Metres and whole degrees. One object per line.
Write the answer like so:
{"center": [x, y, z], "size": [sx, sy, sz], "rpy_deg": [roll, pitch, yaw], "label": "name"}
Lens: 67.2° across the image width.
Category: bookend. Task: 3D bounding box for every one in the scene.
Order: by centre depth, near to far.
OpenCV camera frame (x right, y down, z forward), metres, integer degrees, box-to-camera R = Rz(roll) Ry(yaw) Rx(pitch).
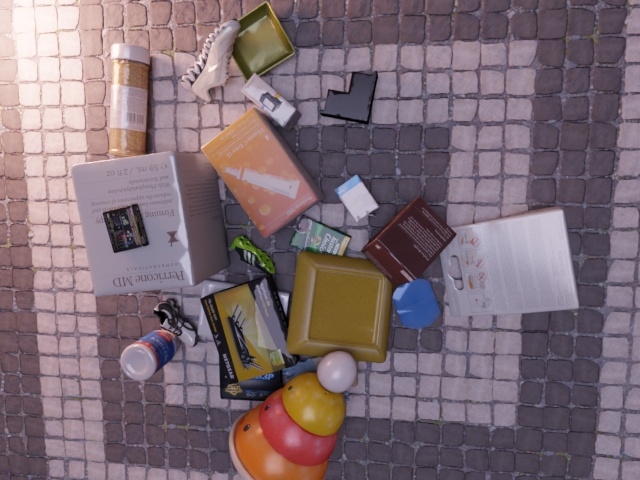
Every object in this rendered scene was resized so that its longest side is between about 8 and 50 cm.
{"center": [0.090, -0.462, 1.524], "size": [0.157, 0.072, 0.156], "rpy_deg": [11, 98, 7], "label": "bookend"}

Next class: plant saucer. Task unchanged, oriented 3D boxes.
{"center": [0.076, 0.213, 1.532], "size": [0.332, 0.081, 0.333], "rpy_deg": [8, 83, -8], "label": "plant saucer"}
{"center": [-0.199, -0.634, 1.555], "size": [0.188, 0.045, 0.188], "rpy_deg": [-28, 92, 11], "label": "plant saucer"}

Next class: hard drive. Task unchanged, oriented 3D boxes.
{"center": [-0.267, 0.256, 1.678], "size": [0.307, 0.040, 0.203], "rpy_deg": [9, 98, 6], "label": "hard drive"}

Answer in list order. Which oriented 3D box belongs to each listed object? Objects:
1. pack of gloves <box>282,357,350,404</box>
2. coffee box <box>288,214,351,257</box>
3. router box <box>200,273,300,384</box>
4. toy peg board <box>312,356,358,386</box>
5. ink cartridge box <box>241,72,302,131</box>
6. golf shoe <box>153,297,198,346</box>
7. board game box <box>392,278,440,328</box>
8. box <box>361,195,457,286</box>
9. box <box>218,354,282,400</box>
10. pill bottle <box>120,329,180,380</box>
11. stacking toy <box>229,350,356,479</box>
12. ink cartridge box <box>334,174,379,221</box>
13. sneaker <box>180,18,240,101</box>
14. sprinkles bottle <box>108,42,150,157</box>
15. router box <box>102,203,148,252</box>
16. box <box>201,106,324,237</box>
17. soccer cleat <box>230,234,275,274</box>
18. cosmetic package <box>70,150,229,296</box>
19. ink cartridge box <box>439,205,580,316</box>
{"center": [-0.024, 0.491, 1.627], "size": [0.232, 0.046, 0.195], "rpy_deg": [-15, 103, 27], "label": "pack of gloves"}
{"center": [0.000, 0.000, 1.609], "size": [0.184, 0.040, 0.113], "rpy_deg": [26, 100, 4], "label": "coffee box"}
{"center": [-0.234, 0.297, 1.611], "size": [0.242, 0.081, 0.309], "rpy_deg": [-19, 91, 9], "label": "router box"}
{"center": [0.060, 0.396, 1.643], "size": [0.160, 0.079, 0.161], "rpy_deg": [3, 98, 23], "label": "toy peg board"}
{"center": [-0.151, -0.435, 1.532], "size": [0.175, 0.127, 0.072], "rpy_deg": [41, 98, 0], "label": "ink cartridge box"}
{"center": [-0.511, 0.301, 1.682], "size": [0.077, 0.094, 0.198], "rpy_deg": [-41, 86, 28], "label": "golf shoe"}
{"center": [0.312, 0.207, 1.590], "size": [0.133, 0.033, 0.169], "rpy_deg": [-22, 97, 1], "label": "board game box"}
{"center": [0.266, 0.006, 1.473], "size": [0.203, 0.167, 0.168], "rpy_deg": [-43, 89, -17], "label": "box"}
{"center": [-0.243, 0.472, 1.696], "size": [0.220, 0.051, 0.175], "rpy_deg": [1, 97, 8], "label": "box"}
{"center": [-0.569, 0.378, 1.642], "size": [0.124, 0.221, 0.124], "rpy_deg": [1, 98, 7], "label": "pill bottle"}
{"center": [-0.036, 0.529, 1.502], "size": [0.350, 0.350, 0.480], "rpy_deg": [33, 107, 3], "label": "stacking toy"}
{"center": [0.124, -0.129, 1.550], "size": [0.089, 0.092, 0.143], "rpy_deg": [-34, 91, 11], "label": "ink cartridge box"}
{"center": [-0.325, -0.569, 1.531], "size": [0.118, 0.110, 0.292], "rpy_deg": [42, 126, -8], "label": "sneaker"}
{"center": [-0.635, -0.457, 1.598], "size": [0.121, 0.121, 0.356], "rpy_deg": [6, 98, 7], "label": "sprinkles bottle"}
{"center": [-0.546, -0.034, 1.350], "size": [0.092, 0.038, 0.123], "rpy_deg": [-12, 96, 9], "label": "router box"}
{"center": [-0.177, -0.213, 1.542], "size": [0.215, 0.168, 0.345], "rpy_deg": [-35, 92, 10], "label": "box"}
{"center": [-0.230, 0.058, 1.646], "size": [0.179, 0.060, 0.072], "rpy_deg": [43, 124, -2], "label": "soccer cleat"}
{"center": [-0.515, -0.063, 1.528], "size": [0.329, 0.327, 0.394], "rpy_deg": [-6, 97, 8], "label": "cosmetic package"}
{"center": [0.590, 0.077, 1.536], "size": [0.384, 0.091, 0.308], "rpy_deg": [-9, 96, 26], "label": "ink cartridge box"}
